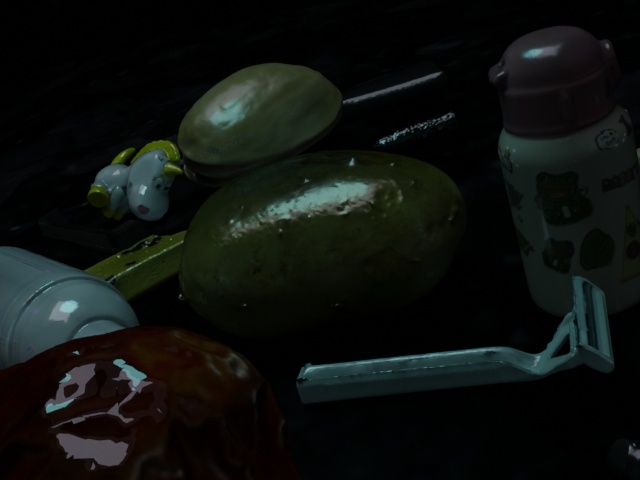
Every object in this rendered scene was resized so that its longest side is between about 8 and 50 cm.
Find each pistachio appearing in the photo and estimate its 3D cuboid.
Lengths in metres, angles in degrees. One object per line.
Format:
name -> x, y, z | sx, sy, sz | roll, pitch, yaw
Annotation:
pistachio -> -0.098, -0.194, 1.364 | 0.293, 0.162, 0.181 | -26, 59, -20

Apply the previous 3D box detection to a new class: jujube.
jujube -> -0.189, 0.183, 0.599 | 0.342, 0.216, 0.216 | -23, 21, 24

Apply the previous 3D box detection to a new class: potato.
potato -> 0.000, 0.000, 0.868 | 0.307, 0.173, 0.210 | -8, 24, 17

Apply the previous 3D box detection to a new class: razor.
razor -> 0.110, 0.108, 0.721 | 0.277, 0.056, 0.111 | -17, 22, 22

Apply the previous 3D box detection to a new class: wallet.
wallet -> 0.102, -0.275, 1.532 | 0.250, 0.044, 0.149 | -18, 21, 3

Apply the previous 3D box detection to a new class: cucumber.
cucumber -> 0.145, -0.164, 1.280 | 0.133, 0.032, 0.032 | -21, 24, -2

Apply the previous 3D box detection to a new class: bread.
bread -> -0.236, 0.034, 1.111 | 0.226, 0.049, 0.088 | -31, 27, -28

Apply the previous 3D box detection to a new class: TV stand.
TV stand -> -0.367, -0.018, 1.321 | 0.256, 0.040, 0.049 | 8, 36, 45

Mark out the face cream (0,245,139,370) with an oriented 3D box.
face cream -> -0.275, 0.100, 0.881 | 0.145, 0.145, 0.369 | -34, 27, -31

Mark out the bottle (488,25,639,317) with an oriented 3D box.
bottle -> 0.224, -0.063, 0.740 | 0.120, 0.253, 0.120 | -15, 25, 7

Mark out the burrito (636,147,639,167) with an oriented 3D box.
burrito -> 0.385, -0.093, 0.941 | 0.188, 0.045, 0.058 | -26, 14, -13

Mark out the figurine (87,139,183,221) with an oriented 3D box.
figurine -> -0.288, -0.096, 1.331 | 0.178, 0.109, 0.130 | 0, 74, 40

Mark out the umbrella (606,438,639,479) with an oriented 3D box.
umbrella -> 0.232, 0.182, 0.450 | 0.070, 0.071, 0.248 | -18, 23, 1
